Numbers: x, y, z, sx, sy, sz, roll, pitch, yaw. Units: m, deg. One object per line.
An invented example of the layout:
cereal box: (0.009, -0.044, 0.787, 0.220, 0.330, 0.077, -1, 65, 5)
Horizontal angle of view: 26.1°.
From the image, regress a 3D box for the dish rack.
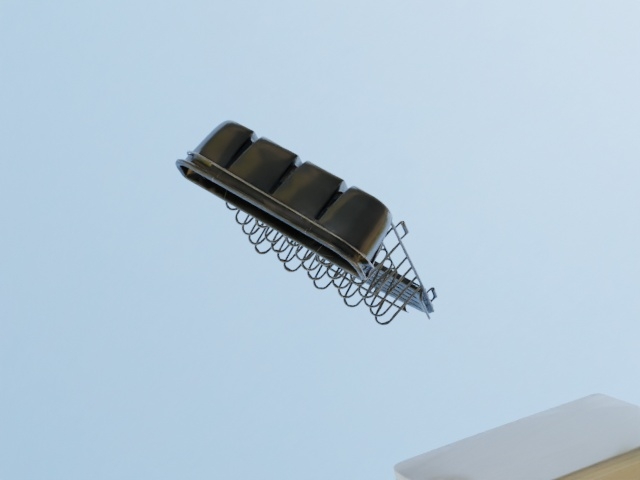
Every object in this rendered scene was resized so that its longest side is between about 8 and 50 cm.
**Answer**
dish rack: (0.000, 0.000, 1.291, 0.208, 0.271, 0.074, 31, -103, 26)

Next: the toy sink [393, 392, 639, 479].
toy sink: (0.205, 0.242, 1.221, 0.234, 0.153, 0.131, -15, -79, -22)
